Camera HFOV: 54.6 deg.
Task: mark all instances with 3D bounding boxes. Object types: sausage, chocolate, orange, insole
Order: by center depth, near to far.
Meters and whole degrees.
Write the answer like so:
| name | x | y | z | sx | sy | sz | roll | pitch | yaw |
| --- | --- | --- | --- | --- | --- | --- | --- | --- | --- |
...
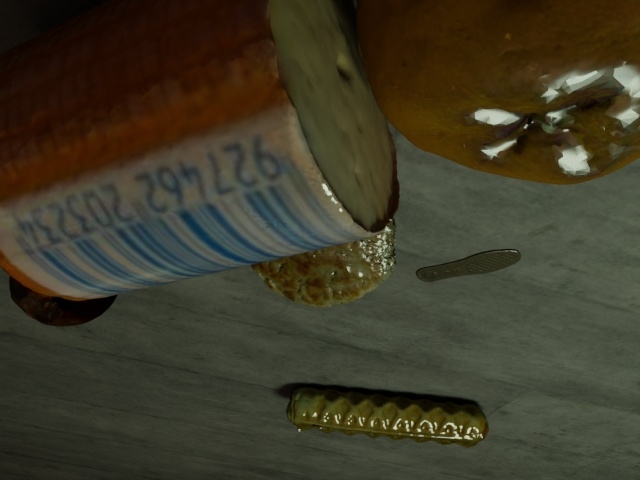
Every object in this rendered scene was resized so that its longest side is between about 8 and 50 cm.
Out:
| name | x | y | z | sx | sy | sz | roll | pitch | yaw |
| --- | --- | --- | --- | --- | --- | --- | --- | --- | --- |
| orange | 0.141 | -0.144 | 0.408 | 0.249 | 0.183 | 0.249 | 3 | 144 | 2 |
| sausage | -0.103 | -0.082 | 0.490 | 0.287 | 0.233 | 0.233 | -15 | 138 | 26 |
| insole | 0.187 | 0.033 | 0.788 | 0.135 | 0.002 | 0.045 | -13 | 139 | 25 |
| chocolate | -0.332 | 0.044 | 0.789 | 0.133 | 0.124 | 0.127 | 25 | 155 | 32 |

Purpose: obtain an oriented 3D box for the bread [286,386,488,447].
| name | x | y | z | sx | sy | sz | roll | pitch | yaw |
| --- | --- | --- | --- | --- | --- | --- | --- | --- | --- |
| bread | 0.121 | 0.320 | 1.124 | 0.368 | 0.084 | 0.077 | 6 | -174 | 2 |

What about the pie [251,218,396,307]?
| name | x | y | z | sx | sy | sz | roll | pitch | yaw |
| --- | --- | --- | --- | --- | --- | --- | --- | --- | --- |
| pie | 0.000 | 0.000 | 0.711 | 0.194 | 0.078 | 0.163 | -22 | 127 | 32 |
